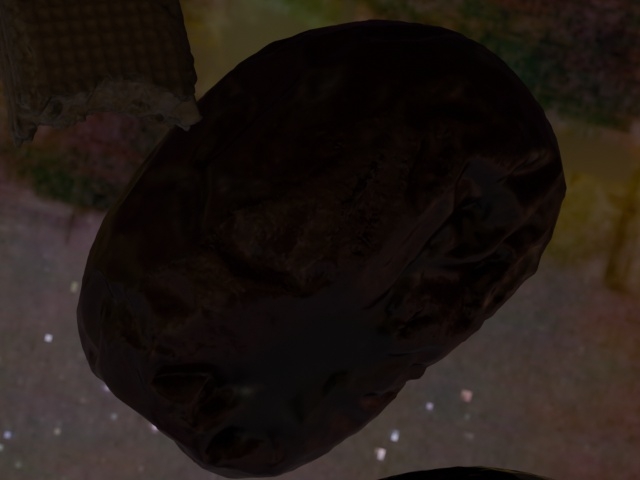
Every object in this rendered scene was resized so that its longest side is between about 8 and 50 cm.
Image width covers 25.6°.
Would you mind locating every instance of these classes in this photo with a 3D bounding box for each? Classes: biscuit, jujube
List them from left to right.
[{"bbox_3d":[-0.144,-0.174,0.818,0.108,0.239,0.062,-10,174,-24],"label":"biscuit"},{"bbox_3d":[0.000,-0.002,1.068,0.276,0.377,0.276,41,172,7],"label":"jujube"}]

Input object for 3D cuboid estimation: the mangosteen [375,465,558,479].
[{"bbox_3d":[0.054,0.256,0.582,0.330,0.330,0.330,14,-174,-1],"label":"mangosteen"}]
